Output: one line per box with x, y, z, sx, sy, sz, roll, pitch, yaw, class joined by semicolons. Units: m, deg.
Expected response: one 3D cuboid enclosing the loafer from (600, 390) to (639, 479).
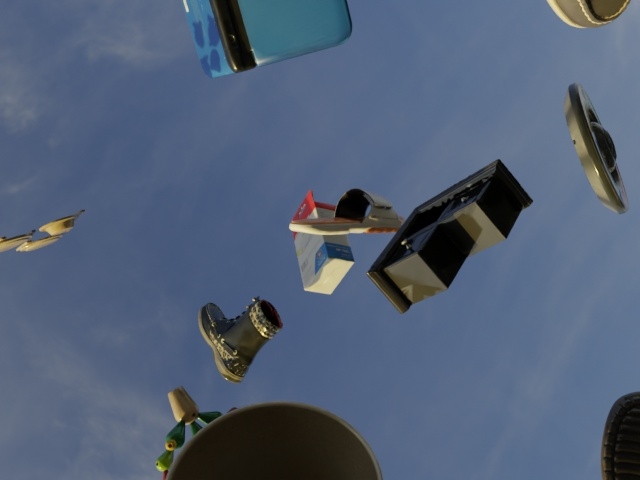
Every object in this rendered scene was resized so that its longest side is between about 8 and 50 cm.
0.487;0.414;0.949;0.130;0.133;0.366;54;-139;-63;loafer

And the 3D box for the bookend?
0.160;-0.003;0.791;0.072;0.156;0.157;48;-131;-8;bookend

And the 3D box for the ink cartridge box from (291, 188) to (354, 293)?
0.000;0.000;1.574;0.077;0.134;0.231;10;-135;-26;ink cartridge box

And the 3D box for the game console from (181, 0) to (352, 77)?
-0.109;-0.416;0.960;0.173;0.250;0.293;-21;-72;-21;game console

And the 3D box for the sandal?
0.061;-0.053;1.110;0.265;0.101;0.076;-4;-80;-44;sandal

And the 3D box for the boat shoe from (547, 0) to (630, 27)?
0.163;-0.206;0.346;0.075;0.065;0.206;-25;-48;-7;boat shoe

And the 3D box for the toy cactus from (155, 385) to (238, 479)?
-0.246;0.373;1.255;0.218;0.112;0.181;-21;-111;-39;toy cactus

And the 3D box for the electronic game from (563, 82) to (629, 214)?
0.458;-0.152;1.044;0.229;0.048;0.229;37;-138;-42;electronic game

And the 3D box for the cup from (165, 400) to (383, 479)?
-0.069;0.462;1.007;0.331;0.331;0.237;-24;-50;-31;cup

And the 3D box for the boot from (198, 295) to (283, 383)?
-0.185;0.188;1.461;0.085;0.236;0.179;26;-69;-42;boot

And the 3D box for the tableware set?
-0.412;-0.001;0.881;0.168;0.141;0.020;-26;-86;-53;tableware set
